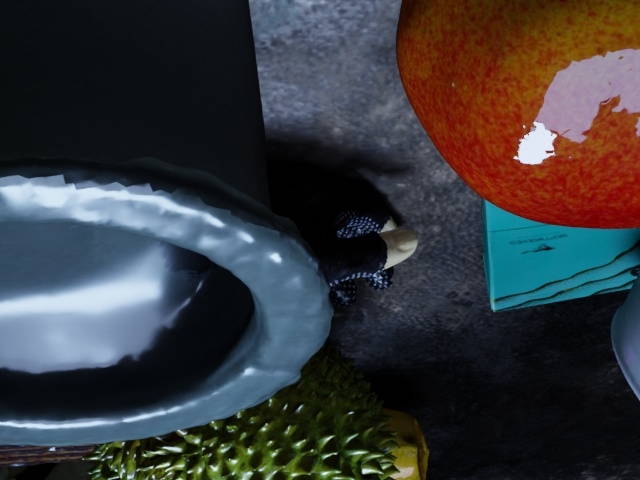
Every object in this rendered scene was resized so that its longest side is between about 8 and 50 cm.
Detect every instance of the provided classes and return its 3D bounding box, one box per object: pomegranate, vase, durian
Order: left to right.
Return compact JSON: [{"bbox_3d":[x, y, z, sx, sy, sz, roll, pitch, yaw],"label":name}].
[{"bbox_3d":[-0.131,-0.075,0.524,0.245,0.291,0.245,-6,148,-4],"label":"vase"},{"bbox_3d":[-0.064,0.160,0.930,0.291,0.225,0.291,15,150,9],"label":"durian"},{"bbox_3d":[0.156,-0.128,0.577,0.220,0.221,0.257,2,136,-14],"label":"pomegranate"}]

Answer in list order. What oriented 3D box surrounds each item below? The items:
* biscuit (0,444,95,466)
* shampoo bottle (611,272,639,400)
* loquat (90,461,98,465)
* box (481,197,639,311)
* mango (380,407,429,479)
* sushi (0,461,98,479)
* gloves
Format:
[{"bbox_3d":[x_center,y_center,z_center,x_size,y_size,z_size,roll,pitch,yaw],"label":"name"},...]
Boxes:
[{"bbox_3d":[-0.314,0.155,1.020,0.252,0.106,0.070,-3,146,-7],"label":"biscuit"},{"bbox_3d":[0.384,0.051,0.812,0.273,0.273,0.266,16,126,-32],"label":"shampoo bottle"},{"bbox_3d":[-0.278,0.336,1.259,0.234,0.176,0.187,-18,129,12],"label":"loquat"},{"bbox_3d":[0.216,-0.019,0.903,0.160,0.042,0.226,-10,147,5],"label":"box"},{"bbox_3d":[-0.050,0.231,1.152,0.359,0.144,0.187,7,160,-23],"label":"mango"},{"bbox_3d":[-0.288,0.256,1.099,0.134,0.273,0.109,-28,130,-40],"label":"sushi"},{"bbox_3d":[-0.002,-0.002,0.864,0.180,0.106,0.129,-15,162,-46],"label":"gloves"}]
